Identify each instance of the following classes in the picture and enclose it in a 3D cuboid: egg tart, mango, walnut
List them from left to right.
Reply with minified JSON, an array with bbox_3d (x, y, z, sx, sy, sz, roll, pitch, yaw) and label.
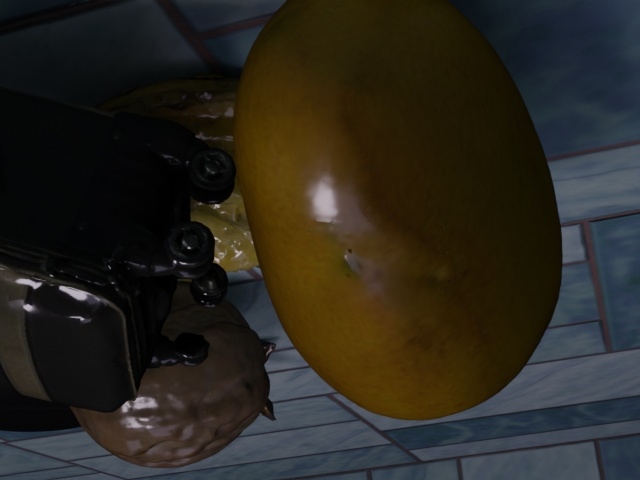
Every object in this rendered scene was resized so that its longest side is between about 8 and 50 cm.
[{"bbox_3d":[-0.202,0.179,1.408,0.273,0.273,0.227,-4,126,-3],"label":"walnut"},{"bbox_3d":[-0.103,-0.049,1.014,0.290,0.115,0.290,-5,155,-2],"label":"egg tart"},{"bbox_3d":[0.060,-0.029,0.840,0.232,0.300,0.445,2,156,22],"label":"mango"}]

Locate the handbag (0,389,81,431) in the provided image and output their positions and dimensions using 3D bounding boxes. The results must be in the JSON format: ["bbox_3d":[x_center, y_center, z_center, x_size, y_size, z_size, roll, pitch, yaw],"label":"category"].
[{"bbox_3d":[-0.424,0.226,1.660,0.254,0.093,0.308,4,157,-20],"label":"handbag"}]

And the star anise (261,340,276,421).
[{"bbox_3d":[-0.155,0.235,1.754,0.218,0.148,0.227,-38,-173,-3],"label":"star anise"}]

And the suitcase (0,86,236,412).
[{"bbox_3d":[-0.293,-0.006,0.834,0.434,0.194,0.283,16,155,0],"label":"suitcase"}]
